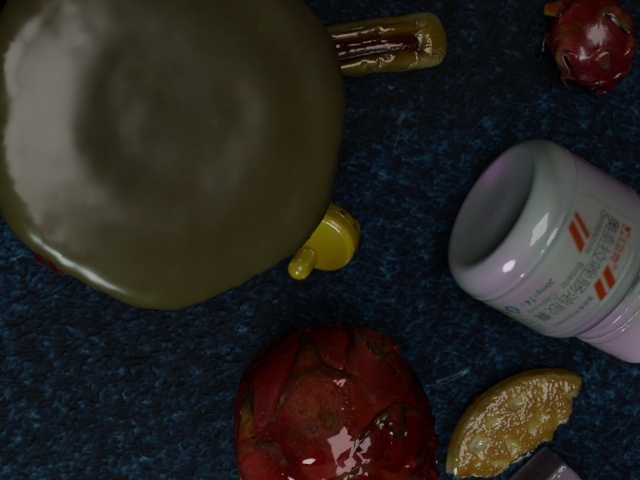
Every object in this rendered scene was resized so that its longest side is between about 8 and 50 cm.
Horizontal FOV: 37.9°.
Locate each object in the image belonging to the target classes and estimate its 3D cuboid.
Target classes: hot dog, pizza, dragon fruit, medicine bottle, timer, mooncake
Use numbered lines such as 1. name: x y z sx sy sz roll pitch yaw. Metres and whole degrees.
1. hot dog: 0.068 -0.279 1.348 0.242 0.073 0.084 -8 99 -4
2. pizza: 0.285 0.271 1.408 0.127 0.058 0.246 44 87 -5
3. dragon fruit: 0.390 -0.296 1.345 0.136 0.133 0.166 -18 84 -12
4. dragon fruit: 0.021 0.262 1.270 0.295 0.295 0.302 -7 68 -4
5. medicine bottle: 0.360 0.022 1.307 0.302 0.241 0.241 28 91 -16
6. timer: 0.000 0.000 1.340 0.107 0.109 0.107 13 130 16
7. mooncake: -0.203 -0.151 1.186 0.467 0.262 0.467 -4 100 -25

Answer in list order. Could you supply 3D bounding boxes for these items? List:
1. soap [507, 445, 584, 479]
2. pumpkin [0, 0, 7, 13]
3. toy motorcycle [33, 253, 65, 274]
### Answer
1. soap: 0.352 0.512 1.409 0.296 0.107 0.285 43 91 -5
2. pumpkin: -0.405 -0.359 1.263 0.202 0.140 0.202 0 95 5
3. toy motorcycle: -0.355 -0.043 1.324 0.122 0.082 0.213 -11 86 -14
